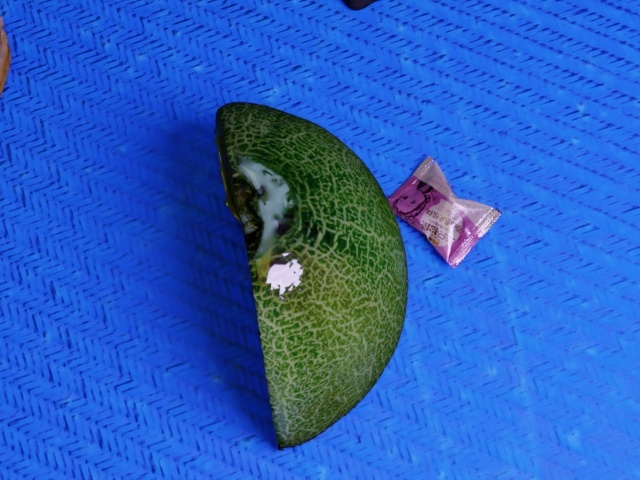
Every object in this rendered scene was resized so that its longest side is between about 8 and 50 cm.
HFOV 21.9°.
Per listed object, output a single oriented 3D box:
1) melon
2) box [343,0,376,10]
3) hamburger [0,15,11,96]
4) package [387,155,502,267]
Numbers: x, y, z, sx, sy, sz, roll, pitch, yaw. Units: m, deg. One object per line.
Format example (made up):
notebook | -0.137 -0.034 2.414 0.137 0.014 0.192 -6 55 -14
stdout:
melon | 0.000 0.000 1.208 0.129 0.169 0.265 -10 70 -3
box | 0.042 -0.266 1.391 0.125 0.027 0.126 -31 70 -14
hamburger | -0.356 -0.142 1.305 0.213 0.108 0.214 1 70 -4
package | 0.093 -0.024 1.293 0.083 0.029 0.059 40 81 25
